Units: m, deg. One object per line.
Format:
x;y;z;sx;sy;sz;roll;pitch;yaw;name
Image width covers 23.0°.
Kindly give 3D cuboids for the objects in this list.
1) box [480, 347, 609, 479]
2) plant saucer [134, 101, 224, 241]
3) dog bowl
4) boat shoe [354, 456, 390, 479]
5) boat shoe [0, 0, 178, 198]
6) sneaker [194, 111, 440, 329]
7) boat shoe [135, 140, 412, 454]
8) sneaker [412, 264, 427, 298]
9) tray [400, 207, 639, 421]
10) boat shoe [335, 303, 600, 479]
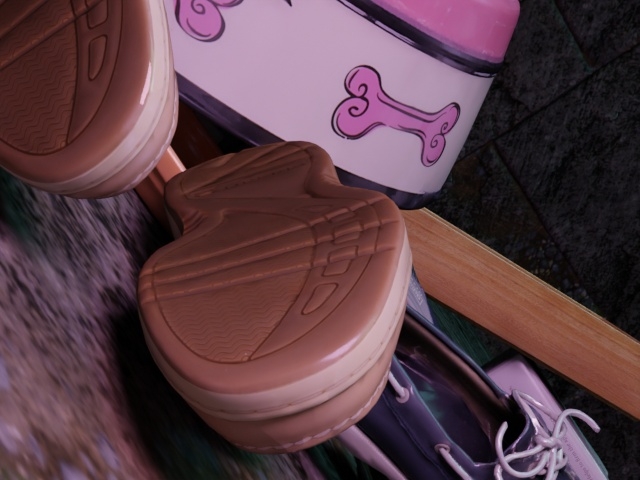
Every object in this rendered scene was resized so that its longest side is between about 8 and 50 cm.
0.211;0.216;1.660;0.182;0.119;0.181;57;6;4;box
-0.089;-0.044;1.006;0.200;0.037;0.200;55;6;-9;plant saucer
-0.039;-0.204;1.083;0.408;0.150;0.408;35;17;-12;dog bowl
0.084;0.193;0.965;0.223;0.080;0.073;54;11;26;boat shoe
-0.122;-0.105;0.738;0.098;0.109;0.302;50;3;-42;boat shoe
0.000;0.000;1.133;0.319;0.112;0.131;54;3;-11;sneaker
-0.014;0.037;0.758;0.341;0.122;0.110;-101;178;-75;boat shoe
0.057;0.064;1.321;0.106;0.101;0.267;62;8;25;sneaker
0.166;0.046;1.608;0.411;0.076;0.203;31;3;-21;tray
0.097;0.120;0.915;0.254;0.079;0.095;43;37;-3;boat shoe
